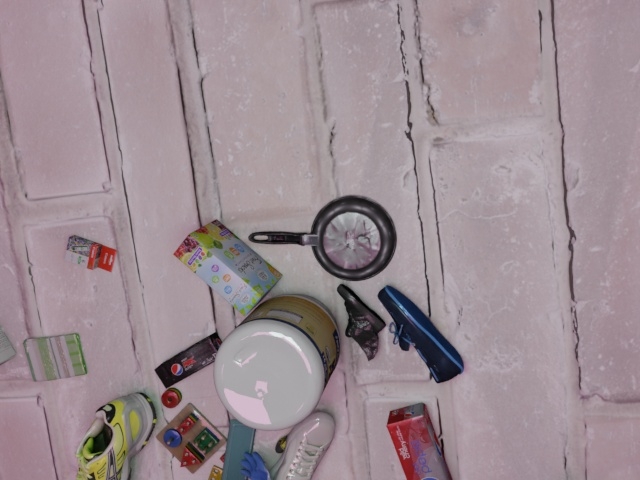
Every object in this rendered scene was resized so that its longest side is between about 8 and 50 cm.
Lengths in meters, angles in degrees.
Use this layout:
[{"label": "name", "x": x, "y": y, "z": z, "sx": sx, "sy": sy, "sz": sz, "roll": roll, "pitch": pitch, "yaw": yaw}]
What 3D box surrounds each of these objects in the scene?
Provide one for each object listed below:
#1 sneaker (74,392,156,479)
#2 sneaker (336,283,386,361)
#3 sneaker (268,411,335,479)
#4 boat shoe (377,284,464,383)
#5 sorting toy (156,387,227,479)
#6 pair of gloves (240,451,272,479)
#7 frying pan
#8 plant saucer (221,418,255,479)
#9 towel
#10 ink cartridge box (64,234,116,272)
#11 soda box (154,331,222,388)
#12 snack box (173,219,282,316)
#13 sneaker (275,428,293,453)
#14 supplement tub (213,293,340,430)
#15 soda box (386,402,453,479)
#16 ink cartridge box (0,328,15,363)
[{"label": "sneaker", "x": -0.540, "y": 0.541, "z": 1.801, "sx": 0.145, "sy": 0.147, "sz": 0.385, "roll": 27, "pitch": 99, "yaw": 35}, {"label": "sneaker", "x": 0.081, "y": 0.185, "z": 1.687, "sx": 0.170, "sy": 0.051, "sz": 0.089, "roll": 43, "pitch": 100, "yaw": -2}, {"label": "sneaker", "x": -0.043, "y": 0.535, "z": 1.726, "sx": 0.105, "sy": 0.123, "sz": 0.290, "roll": 22, "pitch": 110, "yaw": -23}, {"label": "boat shoe", "x": 0.207, "y": 0.217, "z": 1.643, "sx": 0.089, "sy": 0.109, "sz": 0.258, "roll": -41, "pitch": 88, "yaw": 18}, {"label": "sorting toy", "x": -0.316, "y": 0.499, "z": 1.822, "sx": 0.274, "sy": 0.046, "sz": 0.132, "roll": 45, "pitch": 105, "yaw": 0}, {"label": "pair of gloves", "x": -0.154, "y": 0.605, "z": 1.748, "sx": 0.023, "sy": 0.159, "sz": 0.198, "roll": 2, "pitch": 108, "yaw": -34}, {"label": "frying pan", "x": 0.013, "y": -0.026, "z": 1.668, "sx": 0.326, "sy": 0.053, "sz": 0.197, "roll": 22, "pitch": 102, "yaw": 3}, {"label": "plant saucer", "x": -0.199, "y": 0.524, "z": 1.802, "sx": 0.067, "sy": 0.018, "sz": 0.192, "roll": 6, "pitch": 105, "yaw": -15}, {"label": "towel", "x": -0.666, "y": 0.293, "z": 1.867, "sx": 0.151, "sy": 0.023, "sz": 0.113, "roll": -9, "pitch": 100, "yaw": 10}, {"label": "ink cartridge box", "x": -0.556, "y": 0.035, "z": 1.792, "sx": 0.115, "sy": 0.029, "sz": 0.063, "roll": 18, "pitch": 102, "yaw": 7}, {"label": "soda box", "x": -0.310, "y": 0.287, "z": 1.779, "sx": 0.168, "sy": 0.053, "sz": 0.060, "roll": -30, "pitch": 93, "yaw": 14}, {"label": "snack box", "x": -0.201, "y": 0.056, "z": 1.654, "sx": 0.207, "sy": 0.174, "sz": 0.070, "roll": 41, "pitch": 108, "yaw": 1}, {"label": "sneaker", "x": -0.081, "y": 0.482, "z": 1.779, "sx": 0.031, "sy": 0.035, "sz": 0.083, "roll": 43, "pitch": 105, "yaw": 2}, {"label": "supplement tub", "x": -0.079, "y": 0.244, "z": 1.591, "sx": 0.228, "sy": 0.316, "sz": 0.229, "roll": 2, "pitch": 101, "yaw": 11}, {"label": "soda box", "x": 0.237, "y": 0.512, "z": 1.700, "sx": 0.092, "sy": 0.083, "sz": 0.263, "roll": -19, "pitch": 96, "yaw": 13}, {"label": "ink cartridge box", "x": -0.890, "y": 0.246, "z": 1.865, "sx": 0.148, "sy": 0.086, "sz": 0.203, "roll": -30, "pitch": 93, "yaw": 14}]
